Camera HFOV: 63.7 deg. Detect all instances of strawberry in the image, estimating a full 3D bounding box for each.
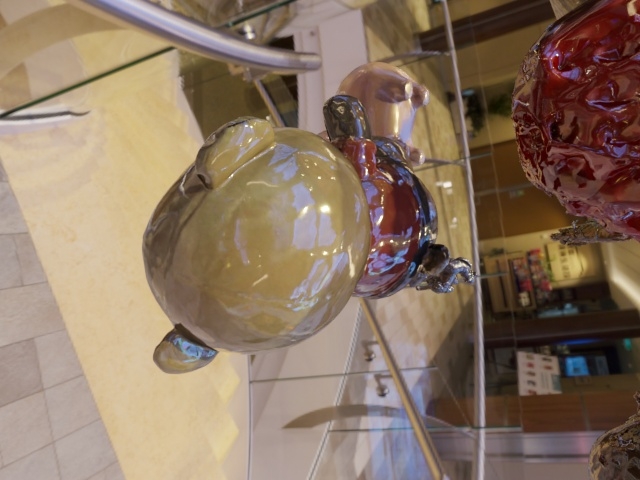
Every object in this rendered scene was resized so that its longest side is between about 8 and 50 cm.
[{"bbox_3d":[0.334,-0.094,0.414,0.295,0.344,0.318,7,84,-72],"label":"strawberry"}]

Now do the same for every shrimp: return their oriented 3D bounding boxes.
[{"bbox_3d":[0.506,-0.043,0.964,0.034,0.178,0.124,-47,116,-35],"label":"shrimp"}]

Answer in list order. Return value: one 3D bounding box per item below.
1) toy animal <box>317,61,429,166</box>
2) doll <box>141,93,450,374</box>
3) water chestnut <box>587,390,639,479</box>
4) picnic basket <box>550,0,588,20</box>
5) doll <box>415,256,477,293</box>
[{"bbox_3d":[0.074,-0.191,1.039,0.237,0.269,0.327,13,87,-46],"label":"toy animal"},{"bbox_3d":[0.000,0.000,0.469,0.329,0.174,0.235,-12,132,-48],"label":"doll"},{"bbox_3d":[0.685,0.435,0.976,0.347,0.334,0.336,-70,143,-59],"label":"water chestnut"},{"bbox_3d":[0.494,-0.316,0.654,0.228,0.312,0.176,24,39,-50],"label":"picnic basket"},{"bbox_3d":[0.373,0.102,1.511,0.057,0.165,0.139,-98,-151,-65],"label":"doll"}]
